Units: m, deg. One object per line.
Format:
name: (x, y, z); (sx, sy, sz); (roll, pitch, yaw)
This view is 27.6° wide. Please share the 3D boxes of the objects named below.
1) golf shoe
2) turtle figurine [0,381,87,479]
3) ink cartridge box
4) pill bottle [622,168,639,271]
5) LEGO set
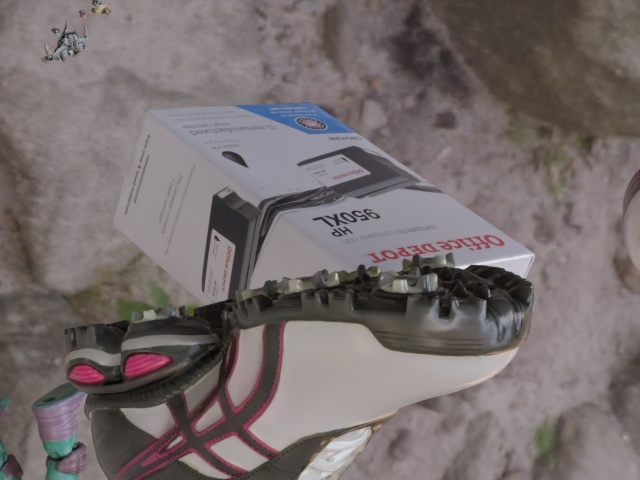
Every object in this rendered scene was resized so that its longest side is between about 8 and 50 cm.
golf shoe: (-0.008, 0.074, 0.578); (0.105, 0.273, 0.120); (-6, 83, -41)
turtle figurine: (-0.210, 0.240, 1.063); (0.175, 0.118, 0.234); (-16, 101, -3)
ink cartridge box: (0.000, 0.000, 1.498); (0.285, 0.395, 0.166); (-9, 127, -46)
pill bottle: (0.328, -0.016, 1.180); (0.193, 0.108, 0.108); (-42, 135, -73)
LEGO set: (-0.229, -0.191, 1.230); (0.083, 0.023, 0.054); (-46, 163, 27)
